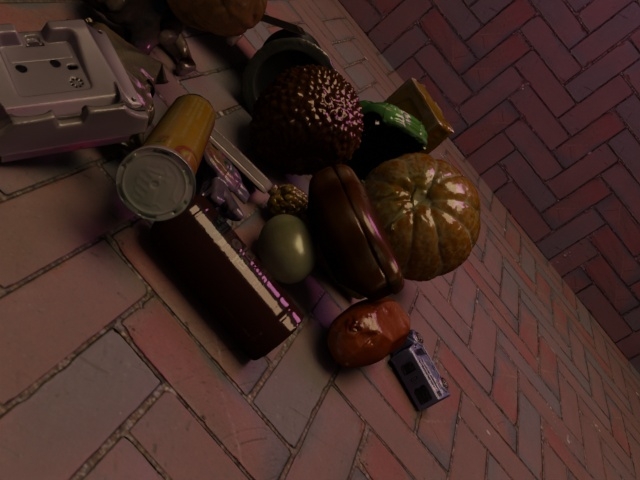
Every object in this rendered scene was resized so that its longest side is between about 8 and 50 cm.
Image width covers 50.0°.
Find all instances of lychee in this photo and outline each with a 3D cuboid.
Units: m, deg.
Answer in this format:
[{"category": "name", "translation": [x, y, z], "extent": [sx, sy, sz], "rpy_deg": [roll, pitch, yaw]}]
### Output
[{"category": "lychee", "translation": [-0.033, -0.284, 1.590], "extent": [0.267, 0.267, 0.267], "rpy_deg": [40, 27, -25]}]

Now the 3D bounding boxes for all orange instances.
[{"category": "orange", "translation": [0.237, -0.060, 1.699], "extent": [0.329, 0.329, 0.249], "rpy_deg": [61, -4, 18]}]

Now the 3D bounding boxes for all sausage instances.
[{"category": "sausage", "translation": [0.093, 0.180, 1.358], "extent": [0.133, 0.133, 0.258], "rpy_deg": [57, 22, 9]}]

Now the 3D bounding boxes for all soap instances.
[{"category": "soap", "translation": [0.202, -0.291, 1.961], "extent": [0.091, 0.315, 0.199], "rpy_deg": [16, 44, -51]}]

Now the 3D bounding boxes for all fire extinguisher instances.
[{"category": "fire extinguisher", "translation": [-0.173, 0.030, 1.116], "extent": [0.337, 0.114, 0.135], "rpy_deg": [51, 9, -5]}]

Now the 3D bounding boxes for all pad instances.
[{"category": "pad", "translation": [-0.212, -0.635, 1.790], "extent": [0.376, 0.063, 0.315], "rpy_deg": [16, 19, -12]}]

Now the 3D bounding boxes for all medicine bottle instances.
[{"category": "medicine bottle", "translation": [-0.235, -0.160, 1.128], "extent": [0.108, 0.108, 0.426], "rpy_deg": [43, 15, -19]}]

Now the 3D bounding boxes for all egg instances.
[{"category": "egg", "translation": [-0.064, 0.014, 1.321], "extent": [0.114, 0.114, 0.152], "rpy_deg": [31, 34, -39]}]

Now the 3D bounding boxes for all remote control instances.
[{"category": "remote control", "translation": [-0.202, -0.194, 1.417], "extent": [0.250, 0.034, 0.103], "rpy_deg": [43, -3, -19]}]

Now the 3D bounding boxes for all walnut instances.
[{"category": "walnut", "translation": [-0.202, -0.493, 1.294], "extent": [0.245, 0.198, 0.198], "rpy_deg": [42, 22, -57]}]

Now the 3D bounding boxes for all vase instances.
[{"category": "vase", "translation": [-0.081, -0.436, 1.804], "extent": [0.245, 0.245, 0.291], "rpy_deg": [42, 17, -21]}]

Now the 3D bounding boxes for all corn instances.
[{"category": "corn", "translation": [0.000, 0.000, 1.484], "extent": [0.320, 0.097, 0.097], "rpy_deg": [48, 25, -15]}]

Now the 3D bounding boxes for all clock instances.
[{"category": "clock", "translation": [-0.396, -0.222, 0.994], "extent": [0.253, 0.083, 0.186], "rpy_deg": [-18, 68, -34]}]

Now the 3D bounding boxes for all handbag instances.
[{"category": "handbag", "translation": [-0.352, -0.263, 1.194], "extent": [0.183, 0.117, 0.270], "rpy_deg": [29, 38, -31]}]

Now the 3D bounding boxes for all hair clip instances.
[{"category": "hair clip", "translation": [-0.189, -0.100, 1.292], "extent": [0.137, 0.090, 0.278], "rpy_deg": [44, 25, -31]}]

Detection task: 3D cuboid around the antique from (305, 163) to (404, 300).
[{"category": "antique", "translation": [0.061, -0.012, 1.345], "extent": [0.223, 0.129, 0.278], "rpy_deg": [54, 11, -75]}]

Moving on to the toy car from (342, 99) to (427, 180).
[{"category": "toy car", "translation": [0.104, -0.286, 1.838], "extent": [0.213, 0.359, 0.176], "rpy_deg": [22, 65, -42]}]

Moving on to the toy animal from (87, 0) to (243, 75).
[{"category": "toy animal", "translation": [-0.363, -0.504, 1.426], "extent": [0.302, 0.194, 0.344], "rpy_deg": [58, 22, -1]}]

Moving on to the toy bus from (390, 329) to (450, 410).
[{"category": "toy bus", "translation": [0.208, 0.279, 1.487], "extent": [0.076, 0.073, 0.167], "rpy_deg": [-2, 58, -58]}]
